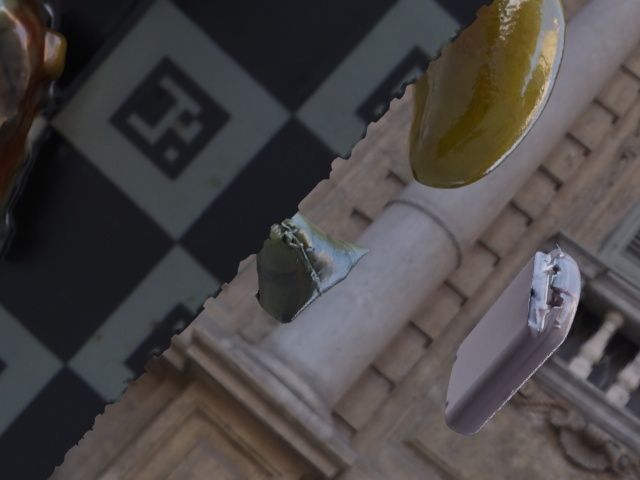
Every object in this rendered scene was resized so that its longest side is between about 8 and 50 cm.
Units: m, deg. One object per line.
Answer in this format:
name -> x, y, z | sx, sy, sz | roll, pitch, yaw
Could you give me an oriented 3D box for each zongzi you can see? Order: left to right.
zongzi -> 0.000, 0.000, 0.784 | 0.052, 0.113, 0.104 | 43, -31, 30

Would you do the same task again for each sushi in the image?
sushi -> -0.138, -0.121, 0.323 | 0.343, 0.359, 0.064 | 43, 7, 0

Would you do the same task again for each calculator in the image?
calculator -> 0.145, 0.080, 0.779 | 0.032, 0.100, 0.175 | 27, -49, -5

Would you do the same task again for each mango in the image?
mango -> 0.100, -0.105, 0.636 | 0.103, 0.161, 0.076 | 2, -23, 46
